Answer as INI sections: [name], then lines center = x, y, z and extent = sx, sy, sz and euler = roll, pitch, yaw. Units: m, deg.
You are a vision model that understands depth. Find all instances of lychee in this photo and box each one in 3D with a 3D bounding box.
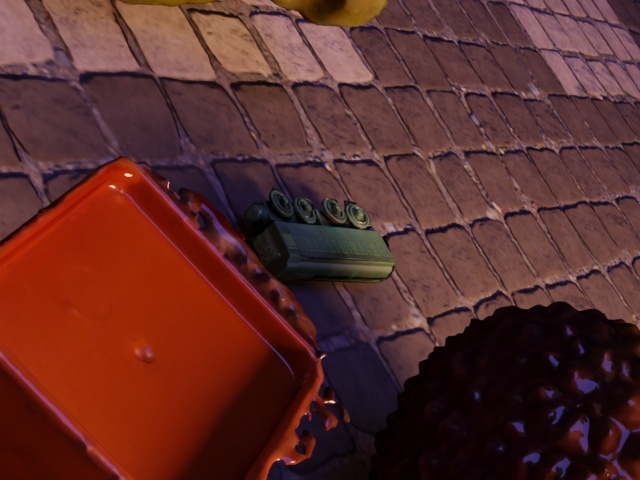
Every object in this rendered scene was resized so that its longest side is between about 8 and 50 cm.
[lychee]
center = 0.138, 0.174, 0.671
extent = 0.271, 0.271, 0.271
euler = 32, 36, -28

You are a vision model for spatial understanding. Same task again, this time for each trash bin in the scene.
[trash bin]
center = -0.115, 0.101, 0.407
extent = 0.184, 0.239, 0.161
euler = 49, 32, -7

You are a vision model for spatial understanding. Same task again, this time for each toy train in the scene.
[toy train]
center = 0.000, 0.000, 0.847
extent = 0.148, 0.038, 0.070
euler = 4, 57, -51

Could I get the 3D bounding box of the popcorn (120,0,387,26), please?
[popcorn]
center = -0.102, -0.316, 0.875
extent = 0.334, 0.293, 0.292
euler = -5, 99, -22
